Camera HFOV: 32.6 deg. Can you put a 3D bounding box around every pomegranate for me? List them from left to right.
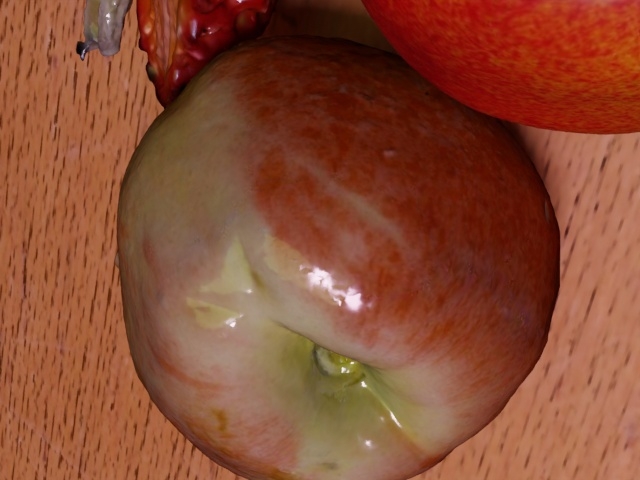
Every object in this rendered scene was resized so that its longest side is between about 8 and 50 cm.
[{"bbox_3d":[0.131,-0.147,0.446,0.256,0.221,0.221,13,114,4],"label":"pomegranate"}]

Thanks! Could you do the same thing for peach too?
[{"bbox_3d":[0.000,0.000,0.585,0.232,0.257,0.232,-2,125,-4],"label":"peach"}]

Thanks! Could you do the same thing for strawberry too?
[{"bbox_3d":[-0.047,-0.189,0.616,0.190,0.111,0.237,-128,35,-52],"label":"strawberry"}]

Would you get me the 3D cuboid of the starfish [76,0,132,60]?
[{"bbox_3d":[-0.119,-0.272,0.497,0.432,0.082,0.324,137,115,-73],"label":"starfish"}]
